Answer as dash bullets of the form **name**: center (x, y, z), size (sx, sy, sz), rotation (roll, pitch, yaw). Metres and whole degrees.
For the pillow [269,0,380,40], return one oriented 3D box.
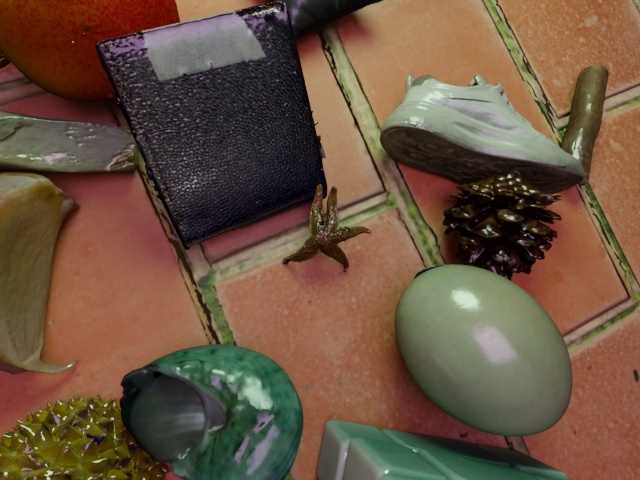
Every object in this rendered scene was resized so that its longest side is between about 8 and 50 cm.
- **pillow**: center (-0.033, -0.441, 0.626), size (0.186, 0.106, 0.249), rotation (-31, 86, -8)

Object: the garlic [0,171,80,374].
- **garlic**: center (-0.371, 0.037, 0.474), size (0.164, 0.146, 0.244), rotation (4, 81, -43)

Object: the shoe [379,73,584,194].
- **shoe**: center (0.253, -0.177, 0.639), size (0.317, 0.124, 0.159), rotation (14, 71, -9)

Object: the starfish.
- **starfish**: center (0.002, 0.003, 0.572), size (0.130, 0.041, 0.133), rotation (-36, 110, 6)

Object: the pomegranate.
- **pomegranate**: center (-0.305, -0.274, 0.491), size (0.257, 0.221, 0.220), rotation (-22, 86, -7)

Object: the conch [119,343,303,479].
- **conch**: center (-0.114, 0.221, 0.488), size (0.196, 0.134, 0.202), rotation (-16, 87, 18)

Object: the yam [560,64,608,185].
- **yam**: center (0.461, -0.202, 0.720), size (0.057, 0.057, 0.241), rotation (22, 75, -8)

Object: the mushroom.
- **mushroom**: center (-0.405, -0.123, 0.492), size (0.334, 0.107, 0.087), rotation (3, 101, -12)

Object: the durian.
- **durian**: center (-0.281, 0.262, 0.466), size (0.182, 0.165, 0.132), rotation (38, 116, 19)

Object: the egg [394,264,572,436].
- **egg**: center (0.209, 0.142, 0.536), size (0.186, 0.186, 0.253), rotation (-41, 87, -15)

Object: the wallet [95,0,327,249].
- **wallet**: center (-0.116, -0.137, 0.521), size (0.221, 0.071, 0.262), rotation (-20, 124, -12)

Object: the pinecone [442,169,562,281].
- **pinecone**: center (0.259, -0.017, 0.598), size (0.174, 0.173, 0.173), rotation (2, 80, -12)

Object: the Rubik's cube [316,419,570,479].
- **Rubik's cube**: center (0.156, 0.402, 0.417), size (0.322, 0.316, 0.318), rotation (14, 77, -11)
